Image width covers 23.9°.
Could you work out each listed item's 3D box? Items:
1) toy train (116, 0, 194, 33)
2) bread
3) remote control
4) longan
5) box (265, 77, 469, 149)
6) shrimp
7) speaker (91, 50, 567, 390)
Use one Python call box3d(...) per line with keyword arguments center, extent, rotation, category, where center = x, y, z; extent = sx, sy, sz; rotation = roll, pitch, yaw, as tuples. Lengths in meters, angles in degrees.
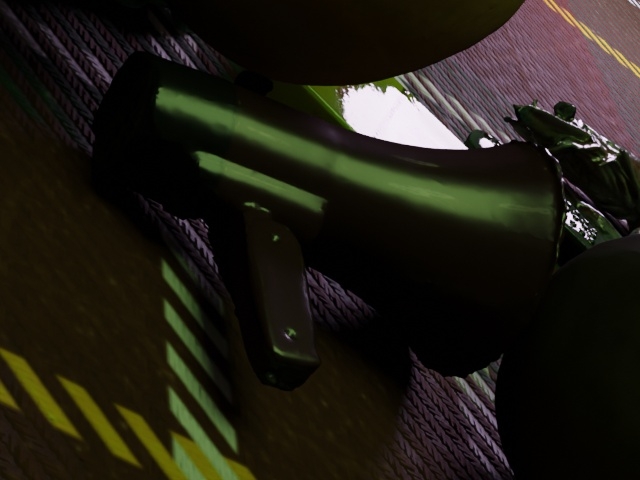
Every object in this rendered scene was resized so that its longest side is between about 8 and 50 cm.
box3d(center=(-0.157, -0.238, 1.263), extent=(0.178, 0.071, 0.104), rotation=(7, 56, -55), category="toy train")
box3d(center=(-0.048, -0.297, 1.090), extent=(0.348, 0.253, 0.376), rotation=(36, -17, 44), category="bread")
box3d(center=(0.234, -0.033, 1.593), extent=(0.222, 0.042, 0.072), rotation=(44, 25, -3), category="remote control")
box3d(center=(0.273, 0.138, 1.141), extent=(0.297, 0.297, 0.297), rotation=(36, 27, -22), category="longan")
box3d(center=(0.084, -0.072, 1.415), extent=(0.335, 0.047, 0.187), rotation=(43, 25, -5), category="box")
box3d(center=(0.340, -0.029, 1.725), extent=(0.360, 0.085, 0.247), rotation=(42, 32, -18), category="shrimp")
box3d(center=(-0.003, 0.009, 1.093), extent=(0.329, 0.198, 0.259), rotation=(14, 67, -29), category="speaker")
